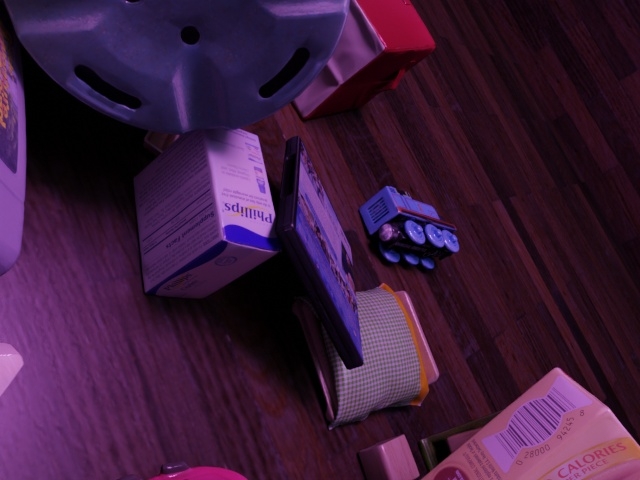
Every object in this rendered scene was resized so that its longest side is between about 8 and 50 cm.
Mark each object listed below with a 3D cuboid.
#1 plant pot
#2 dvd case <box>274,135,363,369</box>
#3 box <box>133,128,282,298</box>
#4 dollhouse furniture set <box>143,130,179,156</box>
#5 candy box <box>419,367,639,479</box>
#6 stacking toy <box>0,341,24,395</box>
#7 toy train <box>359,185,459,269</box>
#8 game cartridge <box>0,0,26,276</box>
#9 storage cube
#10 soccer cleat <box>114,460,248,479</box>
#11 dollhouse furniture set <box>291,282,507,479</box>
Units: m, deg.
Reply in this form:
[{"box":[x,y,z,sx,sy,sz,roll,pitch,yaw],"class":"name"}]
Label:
[{"box":[-0.125,-0.294,0.521,0.341,0.341,0.334,28,35,-35],"class":"plant pot"},{"box":[0.000,0.000,0.661,0.253,0.022,0.180,-91,157,-61],"class":"dvd case"},{"box":[-0.116,-0.028,0.570,0.072,0.126,0.137,14,54,-46],"class":"box"},{"box":[-0.141,-0.138,0.659,0.091,0.081,0.114,37,41,-26],"class":"dollhouse furniture set"},{"box":[0.154,0.286,0.502,0.183,0.316,0.087,49,4,-12],"class":"candy box"},{"box":[-0.258,0.125,0.170,0.280,0.130,0.308,31,80,-41],"class":"stacking toy"},{"box":[0.148,-0.019,0.916,0.184,0.080,0.105,11,50,-45],"class":"toy train"},{"box":[-0.243,-0.130,0.356,0.060,0.196,0.294,-8,72,-13],"class":"game cartridge"},{"box":[0.035,-0.327,0.919,0.193,0.184,0.215,-29,88,-54],"class":"storage cube"},{"box":[-0.150,0.264,0.350,0.331,0.116,0.143,-20,115,-64],"class":"soccer cleat"},{"box":[0.121,0.173,0.677,0.198,0.151,0.301,1,63,-49],"class":"dollhouse furniture set"}]
